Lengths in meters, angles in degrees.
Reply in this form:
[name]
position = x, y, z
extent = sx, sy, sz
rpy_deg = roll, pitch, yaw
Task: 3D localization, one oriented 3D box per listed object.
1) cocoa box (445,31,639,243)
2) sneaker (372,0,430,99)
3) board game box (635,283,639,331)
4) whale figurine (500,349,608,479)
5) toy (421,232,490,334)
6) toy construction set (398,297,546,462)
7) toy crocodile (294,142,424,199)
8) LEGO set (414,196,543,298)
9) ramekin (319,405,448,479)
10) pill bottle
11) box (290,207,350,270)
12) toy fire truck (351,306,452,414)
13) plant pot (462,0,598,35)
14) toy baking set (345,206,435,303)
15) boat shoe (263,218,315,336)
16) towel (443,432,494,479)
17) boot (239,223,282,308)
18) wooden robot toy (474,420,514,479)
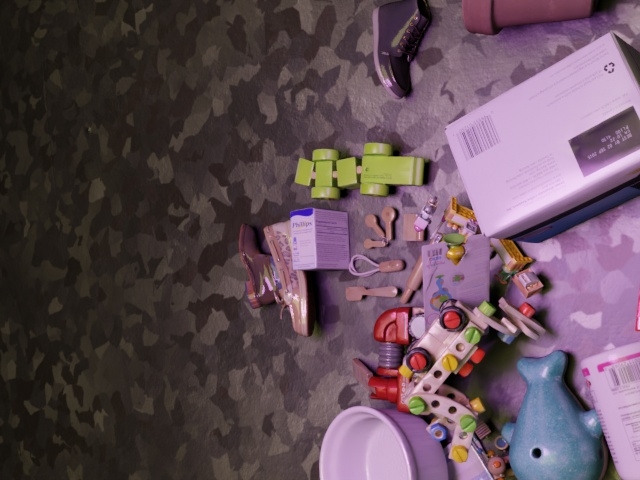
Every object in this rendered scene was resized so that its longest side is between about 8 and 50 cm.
[cocoa box]
position = 0.450, -0.167, 1.505
extent = 0.347, 0.228, 0.232
rpy_deg = -29, 70, 33
[sneaker]
position = 0.183, -0.426, 1.820
extent = 0.118, 0.083, 0.222
rpy_deg = -15, 77, 36
[board game box]
position = 0.655, 0.098, 1.446
extent = 0.193, 0.045, 0.147
rpy_deg = 5, 91, 38
[whale figurine]
position = 0.422, 0.341, 1.552
extent = 0.216, 0.141, 0.272
rpy_deg = -18, 70, 37
[toy]
position = 0.257, 0.089, 1.622
extent = 0.056, 0.136, 0.237
rpy_deg = -115, 17, -55
[toy construction set]
position = 0.278, 0.233, 1.580
extent = 0.215, 0.151, 0.328
rpy_deg = 37, 88, 1
[toy crocodile]
position = 0.082, -0.151, 1.882
extent = 0.340, 0.105, 0.115
rpy_deg = -1, 86, 33
[LEGO set]
position = 0.316, 0.023, 1.681
extent = 0.287, 0.132, 0.107
rpy_deg = 37, 129, 9
[ramekin]
position = 0.134, 0.480, 1.735
extent = 0.277, 0.135, 0.277
rpy_deg = -7, 81, 50
[pill bottle]
position = 0.566, 0.319, 1.430
extent = 0.160, 0.160, 0.283
rpy_deg = -25, 72, 34
[box]
position = 0.000, 0.000, 1.910
extent = 0.072, 0.126, 0.137
rpy_deg = -7, 83, 39
[toy fire truck]
position = 0.152, 0.248, 1.783
extent = 0.246, 0.158, 0.217
rpy_deg = -1, 87, 27
[plant pot]
position = 0.411, -0.510, 1.571
extent = 0.229, 0.263, 0.263
rpy_deg = 12, 95, 19
[toy baking set]
position = 0.155, 0.044, 1.852
extent = 0.196, 0.030, 0.256
rpy_deg = 32, 107, 38
[boat shoe]
position = -0.070, 0.092, 1.962
extent = 0.089, 0.104, 0.285
rpy_deg = -11, 69, 6
[towel]
position = 0.303, 0.559, 1.701
extent = 0.209, 0.034, 0.285
rpy_deg = -43, 63, 29
[boot]
position = -0.134, 0.053, 2.061
extent = 0.106, 0.082, 0.219
rpy_deg = -15, 73, 14
[wooden robot toy]
position = 0.351, 0.429, 1.628
extent = 0.076, 0.079, 0.173
rpy_deg = -21, 64, 7
